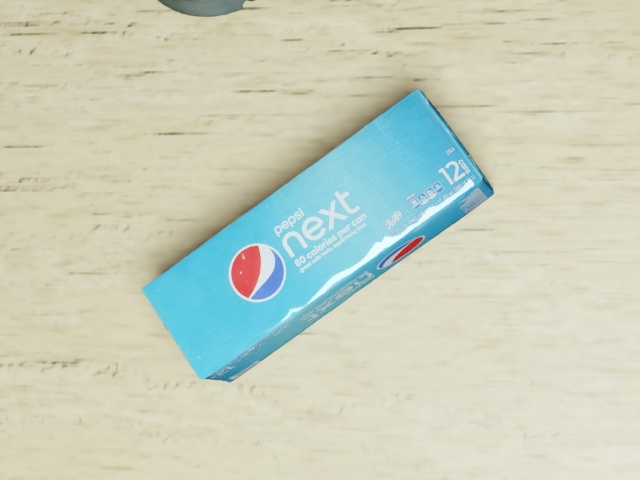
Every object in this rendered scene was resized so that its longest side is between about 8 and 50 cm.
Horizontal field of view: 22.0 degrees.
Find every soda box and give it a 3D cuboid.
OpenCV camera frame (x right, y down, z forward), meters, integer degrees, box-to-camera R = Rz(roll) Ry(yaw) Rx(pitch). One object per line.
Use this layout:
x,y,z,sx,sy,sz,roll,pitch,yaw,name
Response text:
0.000,0.000,1.010,0.210,0.067,0.071,-36,78,6,soda box

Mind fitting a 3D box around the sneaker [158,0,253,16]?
-0.024,-0.305,1.011,0.125,0.139,0.340,22,88,15,sneaker
